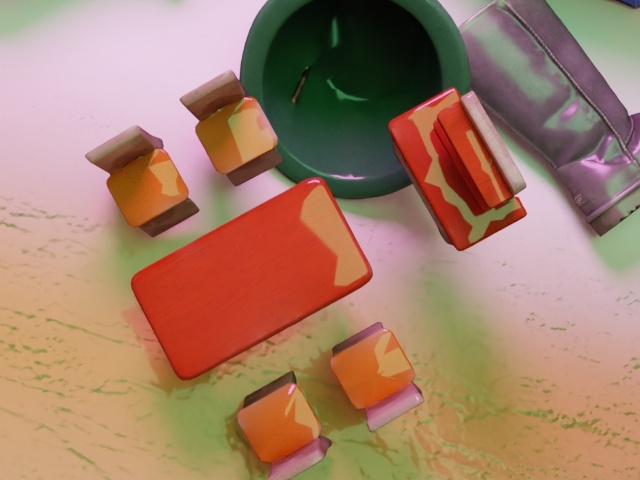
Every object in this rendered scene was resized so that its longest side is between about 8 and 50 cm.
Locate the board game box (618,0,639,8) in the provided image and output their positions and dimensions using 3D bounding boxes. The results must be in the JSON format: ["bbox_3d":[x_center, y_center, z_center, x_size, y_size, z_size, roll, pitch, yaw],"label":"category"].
[{"bbox_3d":[0.229,-0.381,0.872,0.232,0.141,0.291,19,73,-17],"label":"board game box"}]

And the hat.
[{"bbox_3d":[0.037,-0.162,0.856,0.173,0.183,0.208,14,117,2],"label":"hat"}]

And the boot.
[{"bbox_3d":[0.223,-0.130,0.872,0.190,0.076,0.208,-35,79,-19],"label":"boot"}]

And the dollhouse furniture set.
[{"bbox_3d":[0.000,0.000,0.716,0.259,0.135,0.262,-30,86,2],"label":"dollhouse furniture set"}]
